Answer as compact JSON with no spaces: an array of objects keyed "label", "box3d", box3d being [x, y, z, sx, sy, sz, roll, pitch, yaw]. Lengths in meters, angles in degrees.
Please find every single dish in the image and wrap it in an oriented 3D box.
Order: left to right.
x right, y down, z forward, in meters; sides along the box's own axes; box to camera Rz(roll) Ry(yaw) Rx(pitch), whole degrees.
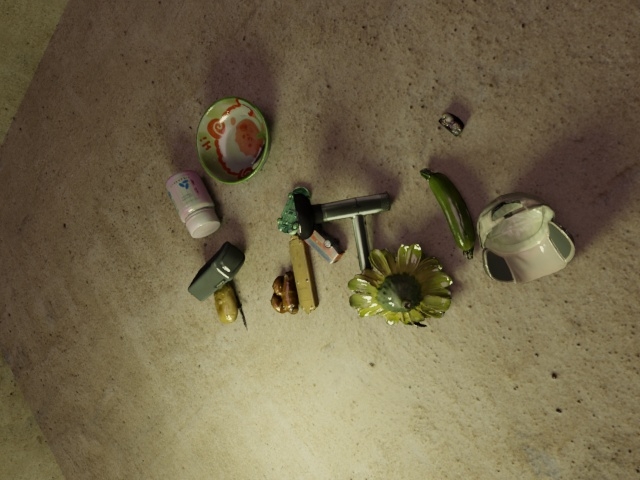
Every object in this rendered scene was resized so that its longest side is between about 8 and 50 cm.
[{"label":"dish","box3d":[-0.316,-0.383,1.574,0.323,0.124,0.325,3,97,22]}]

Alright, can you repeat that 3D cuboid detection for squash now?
[{"label":"squash","box3d":[0.406,-0.096,1.236,0.080,0.071,0.319,-29,77,25]}]

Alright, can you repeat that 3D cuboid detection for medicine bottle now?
[{"label":"medicine bottle","box3d":[-0.520,-0.148,1.655,0.152,0.152,0.255,-35,74,22]}]

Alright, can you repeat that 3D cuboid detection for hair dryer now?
[{"label":"hair dryer","box3d":[0.073,-0.017,1.316,0.319,0.156,0.285,-1,79,0]}]

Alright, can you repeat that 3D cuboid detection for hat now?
[{"label":"hat","box3d":[0.561,-0.006,1.124,0.231,0.161,0.275,-30,101,35]}]

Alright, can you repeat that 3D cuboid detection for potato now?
[{"label":"potato","box3d":[-0.380,0.250,1.617,0.107,0.079,0.171,-38,66,54]}]

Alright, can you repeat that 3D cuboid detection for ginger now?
[{"label":"ginger","box3d":[-0.136,0.199,1.512,0.103,0.073,0.162,-9,80,13]}]

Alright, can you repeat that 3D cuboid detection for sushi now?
[{"label":"sushi","box3d":[0.408,-0.364,1.250,0.083,0.044,0.046,48,110,17]}]

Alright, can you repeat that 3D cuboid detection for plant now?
[{"label":"plant","box3d":[0.261,0.181,1.229,0.305,0.261,0.297,-36,30,4]}]

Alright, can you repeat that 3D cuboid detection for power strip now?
[{"label":"power strip","box3d":[-0.063,0.118,1.490,0.064,0.044,0.306,-13,86,26]}]

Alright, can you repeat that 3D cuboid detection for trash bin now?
[{"label":"trash bin","box3d":[-0.402,0.114,1.583,0.236,0.177,0.101,-39,111,24]}]

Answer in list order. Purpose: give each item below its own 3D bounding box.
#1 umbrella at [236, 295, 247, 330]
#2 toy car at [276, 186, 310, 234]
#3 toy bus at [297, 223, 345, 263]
[{"label":"umbrella","box3d":[-0.319,0.293,1.630,0.149,0.022,0.022,69,157,10]},{"label":"toy car","box3d":[-0.091,-0.109,1.492,0.093,0.058,0.186,17,79,29]},{"label":"toy bus","box3d":[0.000,0.000,1.446,0.192,0.065,0.077,43,115,20]}]
